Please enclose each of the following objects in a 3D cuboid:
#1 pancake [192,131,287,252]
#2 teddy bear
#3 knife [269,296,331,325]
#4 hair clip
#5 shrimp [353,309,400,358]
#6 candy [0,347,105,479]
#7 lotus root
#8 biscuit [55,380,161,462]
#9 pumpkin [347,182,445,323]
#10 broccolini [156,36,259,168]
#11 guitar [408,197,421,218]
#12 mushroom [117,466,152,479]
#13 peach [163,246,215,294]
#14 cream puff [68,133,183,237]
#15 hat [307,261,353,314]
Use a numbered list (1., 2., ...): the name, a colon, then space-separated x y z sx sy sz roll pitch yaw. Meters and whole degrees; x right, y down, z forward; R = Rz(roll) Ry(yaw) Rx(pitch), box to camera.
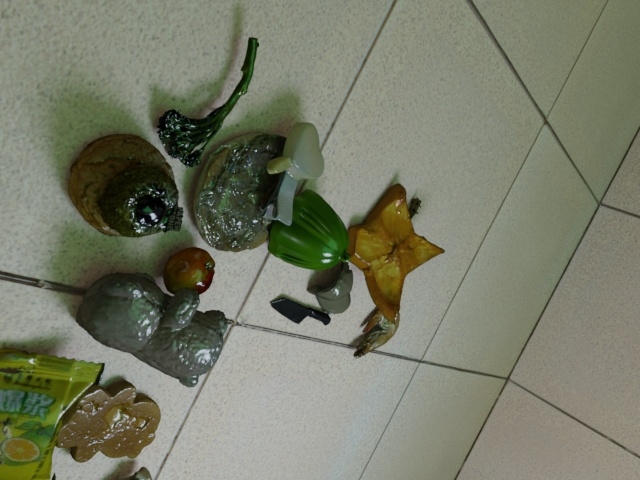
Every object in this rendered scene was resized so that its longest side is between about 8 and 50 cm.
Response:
1. pancake: -0.146 -0.100 1.164 0.282 0.049 0.282 -26 127 -40
2. teddy bear: -0.309 0.156 1.034 0.267 0.236 0.151 38 38 -20
3. knife: -0.055 0.191 1.457 0.060 0.028 0.230 -49 139 9
4. hair clip: -0.062 -0.145 1.152 0.159 0.071 0.218 24 83 -57
5. shrimp: 0.172 0.281 1.728 0.236 0.053 0.133 -31 134 -36
6. candy: -0.521 0.334 0.987 0.187 0.081 0.297 18 97 -32
7. lotus root: 0.000 0.000 1.259 0.186 0.186 0.186 -25 129 -36
8. biscuit: -0.429 0.376 1.153 0.184 0.035 0.249 -57 141 -5
9. pumpkin: 0.192 0.032 1.509 0.290 0.095 0.258 -46 105 -25
10. broccolini: -0.202 -0.262 1.003 0.271 0.062 0.123 -57 156 3
11. guitar: 0.229 -0.001 1.619 0.038 0.084 0.271 38 76 -54
12. mushroom: -0.474 0.605 1.196 0.278 0.096 0.099 -48 140 -22
13. peach: -0.263 0.064 1.108 0.101 0.101 0.100 -25 129 -36
14. cream puff: -0.300 -0.073 0.924 0.183 0.169 0.183 -24 127 -37
15. hat: 0.059 0.137 1.496 0.147 0.085 0.175 -44 138 -20
